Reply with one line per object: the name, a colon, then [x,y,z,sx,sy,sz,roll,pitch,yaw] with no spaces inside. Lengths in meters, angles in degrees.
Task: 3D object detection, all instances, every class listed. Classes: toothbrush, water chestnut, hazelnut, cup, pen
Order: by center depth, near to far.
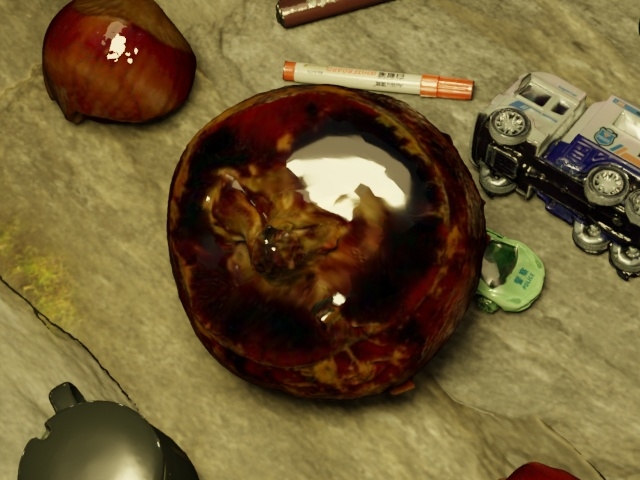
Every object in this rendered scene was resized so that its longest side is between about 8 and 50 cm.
cup: [-0.226,0.236,1.331,0.169,0.176,0.223,-30,64,-6]
water chestnut: [0.000,0.000,1.334,0.351,0.302,0.350,-1,86,15]
hazelnut: [-0.252,-0.224,1.600,0.170,0.160,0.202,-24,24,-20]
pen: [0.070,-0.196,1.605,0.239,0.028,0.028,7,64,11]
toothbrush: [0.119,-0.334,1.666,0.364,0.041,0.040,-16,62,-2]

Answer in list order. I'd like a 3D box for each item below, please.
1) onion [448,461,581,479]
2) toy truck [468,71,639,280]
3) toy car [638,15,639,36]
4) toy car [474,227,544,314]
onion: [0.142,0.376,1.153,0.341,0.341,0.341,-3,62,5]
toy truck: [0.311,-0.087,1.469,0.268,0.124,0.155,33,64,19]
toy car: [0.459,-0.324,1.592,0.224,0.090,0.076,-41,62,-14]
toy car: [0.165,0.012,1.469,0.186,0.058,0.093,27,68,20]
